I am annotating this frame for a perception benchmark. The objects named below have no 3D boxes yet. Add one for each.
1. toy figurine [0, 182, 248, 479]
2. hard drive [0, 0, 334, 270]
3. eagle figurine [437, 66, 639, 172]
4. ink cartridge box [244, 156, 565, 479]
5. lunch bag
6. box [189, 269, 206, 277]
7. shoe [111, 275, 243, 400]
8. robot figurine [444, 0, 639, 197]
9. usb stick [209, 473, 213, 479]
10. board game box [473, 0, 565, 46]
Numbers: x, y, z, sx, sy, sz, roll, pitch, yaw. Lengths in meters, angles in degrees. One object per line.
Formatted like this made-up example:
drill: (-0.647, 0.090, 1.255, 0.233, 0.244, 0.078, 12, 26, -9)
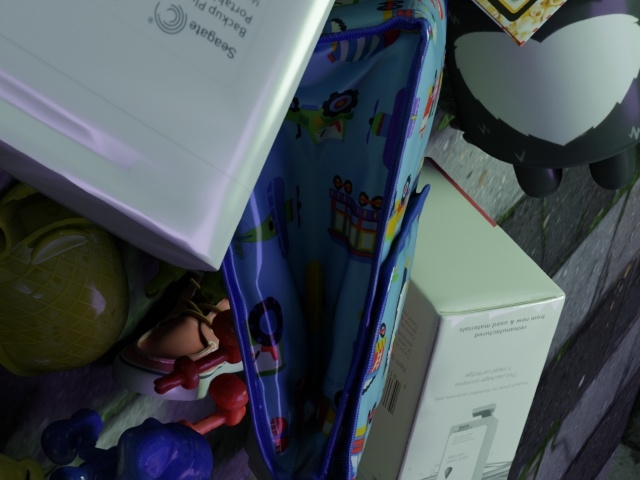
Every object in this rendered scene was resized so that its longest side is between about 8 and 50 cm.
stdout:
toy figurine: (-0.063, 0.142, 1.032, 0.191, 0.217, 0.362, -24, 133, -31)
hard drive: (-0.066, -0.197, 0.683, 0.233, 0.047, 0.353, 31, 74, -32)
eagle figurine: (0.267, -0.153, 1.498, 0.225, 0.298, 0.226, 128, -19, -52)
ink cartridge box: (0.054, 0.107, 1.392, 0.117, 0.207, 0.283, -7, 126, -30)
lunch bag: (0.000, 0.000, 1.028, 0.221, 0.138, 0.293, -70, 160, -73)
box: (-0.034, -0.043, 1.217, 0.169, 0.059, 0.054, -52, 155, -37)
shoe: (-0.082, 0.052, 1.212, 0.178, 0.063, 0.081, -18, 126, -70)
robot figurine: (0.170, -0.163, 1.325, 0.209, 0.173, 0.278, -30, 130, -16)
usb stick: (-0.158, 0.235, 1.252, 0.278, 0.045, 0.077, -39, 149, -53)
board game box: (0.105, -0.211, 0.988, 0.147, 0.045, 0.193, -44, 138, 10)
